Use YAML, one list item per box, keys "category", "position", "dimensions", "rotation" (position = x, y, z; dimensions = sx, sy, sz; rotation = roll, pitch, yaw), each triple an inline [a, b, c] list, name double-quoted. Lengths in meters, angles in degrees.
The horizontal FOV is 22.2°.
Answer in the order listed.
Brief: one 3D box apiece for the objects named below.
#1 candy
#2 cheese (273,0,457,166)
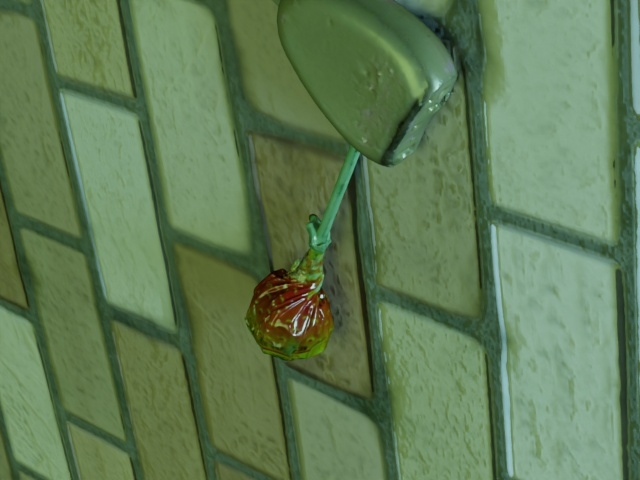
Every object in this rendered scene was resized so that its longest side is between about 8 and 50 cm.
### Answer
- category: "candy"
  position: [0.000, 0.000, 1.037]
  dimensions: [0.060, 0.060, 0.201]
  rotation: [39, 131, 22]
- category: "cheese"
  position: [-0.004, -0.132, 0.943]
  dimensions: [0.192, 0.037, 0.097]
  rotation: [46, 141, 13]
